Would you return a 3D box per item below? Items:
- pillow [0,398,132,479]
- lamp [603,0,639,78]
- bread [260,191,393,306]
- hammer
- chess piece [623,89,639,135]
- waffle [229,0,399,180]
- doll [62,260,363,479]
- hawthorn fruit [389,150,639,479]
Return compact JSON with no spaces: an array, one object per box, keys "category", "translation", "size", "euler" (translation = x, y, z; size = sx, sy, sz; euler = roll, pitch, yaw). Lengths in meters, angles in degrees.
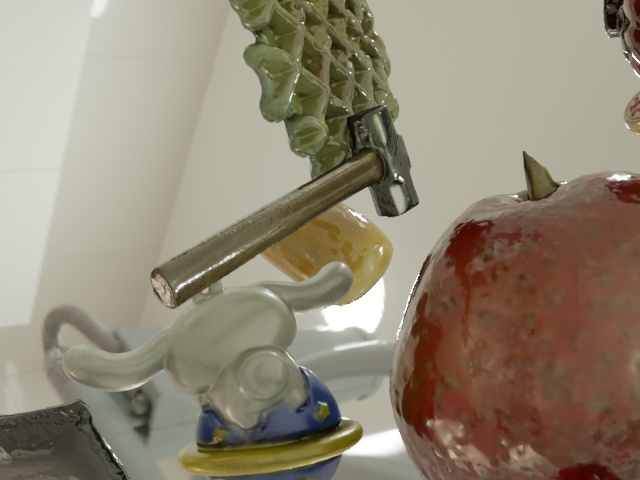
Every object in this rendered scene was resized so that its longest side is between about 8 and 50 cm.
[{"category":"pillow","translation":[-0.296,0.220,0.982],"size":[0.208,0.055,0.141],"euler":[-9,-55,20]},{"category":"lamp","translation":[0.396,-0.257,1.024],"size":[0.227,0.227,0.227],"euler":[10,-78,53]},{"category":"bread","translation":[0.000,0.000,1.464],"size":[0.217,0.147,0.098],"euler":[29,-20,37]},{"category":"hammer","translation":[-0.023,-0.025,0.883],"size":[0.043,0.365,0.111],"euler":[-10,-75,38]},{"category":"chess piece","translation":[0.473,-0.186,1.390],"size":[0.083,0.038,0.083],"euler":[-47,-161,22]},{"category":"waffle","translation":[0.003,-0.209,1.061],"size":[0.056,0.309,0.291],"euler":[-15,-80,26]},{"category":"doll","translation":[-0.093,0.158,0.976],"size":[0.159,0.311,0.242],"euler":[-154,-117,-68]},{"category":"hawthorn fruit","translation":[0.257,0.099,1.021],"size":[0.403,0.403,0.402],"euler":[10,-78,53]}]
